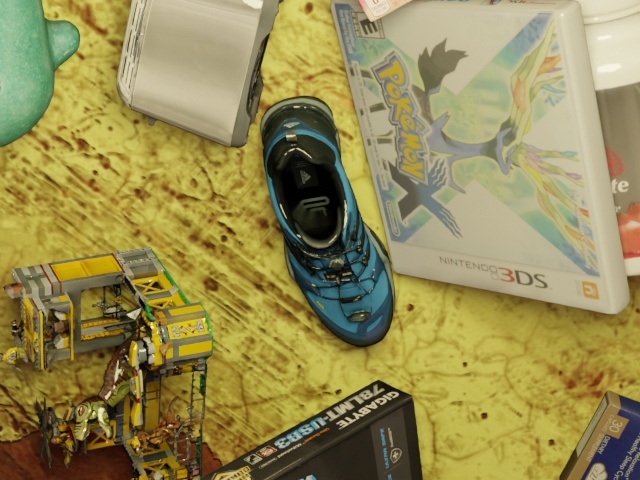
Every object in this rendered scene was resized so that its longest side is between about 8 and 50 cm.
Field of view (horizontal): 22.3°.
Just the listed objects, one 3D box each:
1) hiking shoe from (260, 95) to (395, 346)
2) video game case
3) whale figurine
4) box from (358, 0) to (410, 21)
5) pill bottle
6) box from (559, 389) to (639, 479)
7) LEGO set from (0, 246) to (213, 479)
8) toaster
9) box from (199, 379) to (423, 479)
[{"bbox_3d":[0.000,0.000,1.760,0.113,0.132,0.304,-18,114,11],"label":"hiking shoe"},{"bbox_3d":[0.161,-0.093,1.663,0.300,0.036,0.329,10,124,43],"label":"video game case"},{"bbox_3d":[-0.340,-0.220,1.655,0.216,0.141,0.272,11,106,-28],"label":"whale figurine"},{"bbox_3d":[0.141,-0.363,1.573,0.300,0.142,0.154,-27,111,14],"label":"box"},{"bbox_3d":[0.300,-0.138,1.656,0.176,0.176,0.319,-10,115,7],"label":"pill bottle"},{"bbox_3d":[0.415,0.275,1.929,0.225,0.036,0.136,19,115,-8],"label":"box"},{"bbox_3d":[-0.247,0.169,1.783,0.192,0.255,0.331,-10,131,-23],"label":"LEGO set"},{"bbox_3d":[-0.120,-0.214,1.666,0.146,0.129,0.227,14,117,-2],"label":"toaster"},{"bbox_3d":[-0.005,0.350,1.869,0.293,0.073,0.296,-25,121,-34],"label":"box"}]
